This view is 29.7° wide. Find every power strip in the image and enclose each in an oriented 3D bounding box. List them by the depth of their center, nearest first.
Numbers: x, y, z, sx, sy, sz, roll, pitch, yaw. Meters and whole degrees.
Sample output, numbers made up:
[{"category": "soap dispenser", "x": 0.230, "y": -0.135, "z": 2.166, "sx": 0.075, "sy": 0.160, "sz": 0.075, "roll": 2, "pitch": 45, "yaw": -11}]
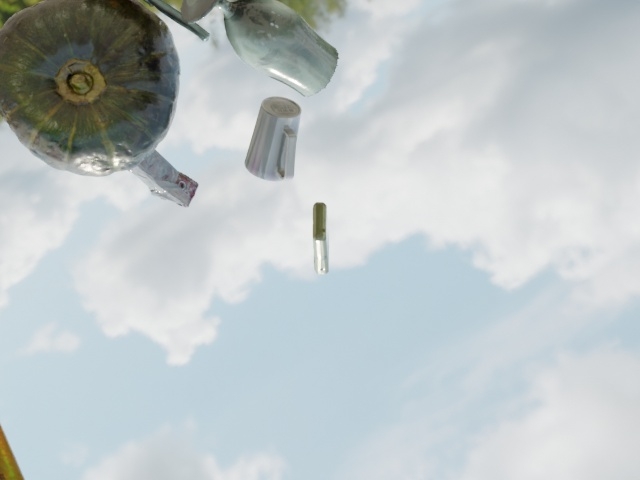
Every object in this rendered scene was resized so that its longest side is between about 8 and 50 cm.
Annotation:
[{"category": "power strip", "x": 0.000, "y": 0.000, "z": 2.118, "sx": 0.028, "sy": 0.169, "sz": 0.076, "roll": -1, "pitch": -116, "yaw": 2}]

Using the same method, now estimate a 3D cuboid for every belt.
[{"category": "belt", "x": -0.280, "y": -0.123, "z": 1.926, "sx": 0.071, "sy": 0.232, "sz": 0.053, "roll": -3, "pitch": -116, "yaw": 28}]

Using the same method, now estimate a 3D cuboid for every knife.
[{"category": "knife", "x": -0.220, "y": -0.315, "z": 1.581, "sx": 0.015, "sy": 0.210, "sz": 0.028, "roll": -53, "pitch": 157, "yaw": -1}]

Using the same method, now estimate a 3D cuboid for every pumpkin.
[{"category": "pumpkin", "x": -0.317, "y": -0.210, "z": 1.640, "sx": 0.260, "sy": 0.260, "sz": 0.189, "roll": -32, "pitch": -177, "yaw": -7}]

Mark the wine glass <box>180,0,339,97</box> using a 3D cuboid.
[{"category": "wine glass", "x": -0.071, "y": -0.261, "z": 1.517, "sx": 0.093, "sy": 0.202, "sz": 0.092, "roll": -30, "pitch": -136, "yaw": 33}]

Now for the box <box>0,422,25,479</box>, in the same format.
[{"category": "box", "x": -0.450, "y": 0.364, "z": 1.403, "sx": 0.264, "sy": 0.415, "sz": 0.116, "roll": -39, "pitch": 154, "yaw": 21}]

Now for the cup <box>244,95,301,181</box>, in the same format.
[{"category": "cup", "x": -0.062, "y": -0.142, "z": 1.792, "sx": 0.074, "sy": 0.116, "sz": 0.104, "roll": -5, "pitch": -139, "yaw": -26}]
